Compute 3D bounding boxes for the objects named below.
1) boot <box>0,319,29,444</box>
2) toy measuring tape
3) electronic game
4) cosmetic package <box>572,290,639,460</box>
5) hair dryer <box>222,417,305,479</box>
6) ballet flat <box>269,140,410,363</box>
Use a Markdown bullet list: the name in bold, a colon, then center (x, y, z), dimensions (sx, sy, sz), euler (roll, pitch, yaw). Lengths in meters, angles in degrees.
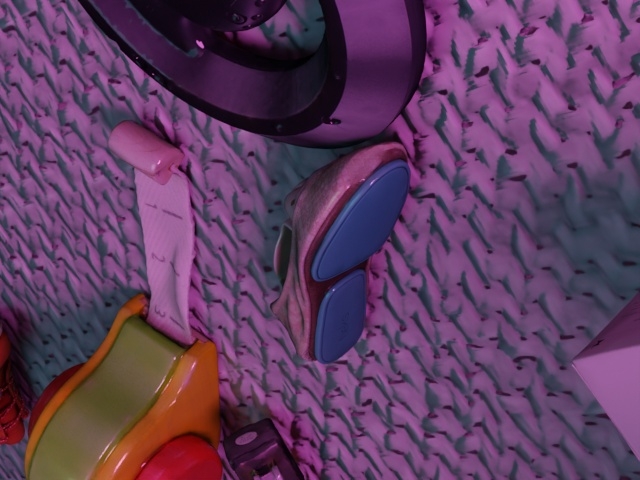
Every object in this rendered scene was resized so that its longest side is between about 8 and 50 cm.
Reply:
- **boot**: center (-0.229, 0.101, 1.219), dimensions (0.084, 0.059, 0.158), euler (48, 156, -2)
- **toy measuring tape**: center (-0.118, 0.084, 1.007), dimensions (0.121, 0.121, 0.330), euler (32, 144, 27)
- **electronic game**: center (-0.049, -0.132, 0.759), dimensions (0.229, 0.048, 0.229), euler (32, 151, 20)
- **cosmetic package**: center (0.197, 0.017, 0.565), dimensions (0.060, 0.099, 0.239), euler (56, 148, -9)
- **hair dryer**: center (-0.029, 0.271, 1.014), dimensions (0.080, 0.224, 0.294), euler (-8, 131, 11)
- **ballet flat**: center (0.000, 0.000, 0.832), dimensions (0.052, 0.057, 0.168), euler (48, 149, 22)
